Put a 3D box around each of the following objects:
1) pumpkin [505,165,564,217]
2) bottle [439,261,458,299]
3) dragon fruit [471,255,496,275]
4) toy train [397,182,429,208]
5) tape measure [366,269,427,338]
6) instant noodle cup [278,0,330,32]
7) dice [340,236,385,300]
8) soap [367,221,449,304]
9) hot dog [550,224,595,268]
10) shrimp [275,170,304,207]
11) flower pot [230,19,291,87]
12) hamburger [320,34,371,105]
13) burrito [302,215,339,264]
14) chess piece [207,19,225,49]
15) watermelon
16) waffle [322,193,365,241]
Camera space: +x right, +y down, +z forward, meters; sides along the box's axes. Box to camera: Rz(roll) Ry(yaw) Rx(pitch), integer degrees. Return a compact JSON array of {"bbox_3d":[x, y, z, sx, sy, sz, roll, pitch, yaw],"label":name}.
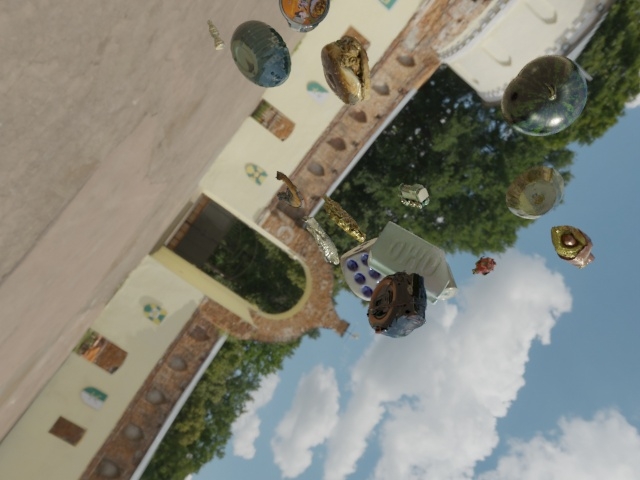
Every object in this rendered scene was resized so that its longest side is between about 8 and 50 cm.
[{"bbox_3d":[0.801,-0.157,1.769,0.217,0.217,0.110,-48,-163,28],"label":"pumpkin"},{"bbox_3d":[0.562,0.157,2.267,0.110,0.110,0.233,-46,-140,36],"label":"bottle"},{"bbox_3d":[0.773,0.126,2.277,0.116,0.086,0.081,-41,-176,-10],"label":"dragon fruit"},{"bbox_3d":[0.476,-0.237,2.484,0.081,0.125,0.194,-38,-149,-18],"label":"toy train"},{"bbox_3d":[0.241,0.207,1.535,0.223,0.135,0.202,-44,-149,44],"label":"tape measure"},{"bbox_3d":[-0.061,-0.828,1.723,0.208,0.178,0.125,-55,-175,-3],"label":"instant noodle cup"},{"bbox_3d":[0.269,0.140,2.390,0.243,0.259,0.251,-27,-177,26],"label":"dice"},{"bbox_3d":[0.325,0.077,1.713,0.172,0.290,0.095,-53,165,-21],"label":"soap"},{"bbox_3d":[0.915,0.026,1.714,0.093,0.262,0.123,14,-98,57],"label":"hot dog"},{"bbox_3d":[-0.187,-0.270,2.534,0.054,0.222,0.290,-39,-156,-19],"label":"shrimp"},{"bbox_3d":[-0.209,-0.648,1.679,0.157,0.243,0.189,-34,175,-37],"label":"flower pot"},{"bbox_3d":[0.096,-0.616,1.760,0.146,0.243,0.286,-27,-173,-7],"label":"hamburger"},{"bbox_3d":[0.002,-0.001,1.764,0.063,0.229,0.058,-19,-148,27],"label":"burrito"},{"bbox_3d":[-0.341,-0.667,1.554,0.035,0.092,0.035,-24,-177,1],"label":"chess piece"},{"bbox_3d":[0.747,-0.477,1.611,0.269,0.269,0.269,-51,-168,15],"label":"watermelon"},{"bbox_3d":[0.107,-0.100,2.213,0.052,0.254,0.245,-44,-136,13],"label":"waffle"}]
